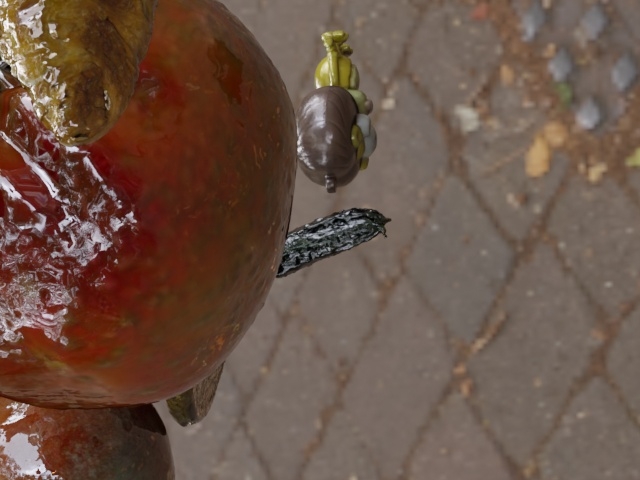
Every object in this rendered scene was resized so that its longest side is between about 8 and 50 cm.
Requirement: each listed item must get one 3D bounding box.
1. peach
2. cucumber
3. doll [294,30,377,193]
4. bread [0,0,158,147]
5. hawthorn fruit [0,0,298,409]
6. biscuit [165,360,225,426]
[{"bbox_3d":[-0.272,0.260,1.793,0.252,0.252,0.252,14,106,58],"label":"peach"},{"bbox_3d":[0.000,0.000,1.872,0.181,0.053,0.053,-20,75,30],"label":"cucumber"},{"bbox_3d":[0.017,-0.148,1.916,0.145,0.096,0.188,-17,-69,-84],"label":"doll"},{"bbox_3d":[-0.138,-0.158,0.926,0.076,0.105,0.233,-15,64,45],"label":"bread"},{"bbox_3d":[-0.192,-0.028,1.401,0.403,0.403,0.402,14,106,58],"label":"hawthorn fruit"},{"bbox_3d":[-0.134,0.101,1.867,0.226,0.042,0.226,9,-90,-82],"label":"biscuit"}]
